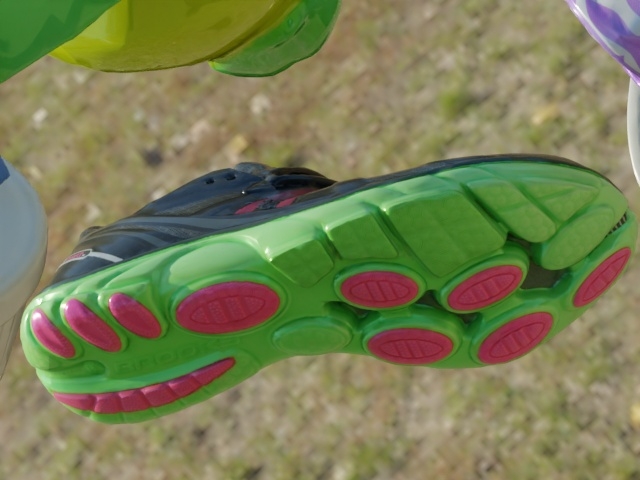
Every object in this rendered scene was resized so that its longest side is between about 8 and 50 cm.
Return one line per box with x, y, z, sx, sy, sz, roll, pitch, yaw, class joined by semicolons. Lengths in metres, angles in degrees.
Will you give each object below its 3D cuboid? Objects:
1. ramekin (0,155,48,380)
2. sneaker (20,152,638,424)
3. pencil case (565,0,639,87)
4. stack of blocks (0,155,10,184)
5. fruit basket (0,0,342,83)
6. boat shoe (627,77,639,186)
-0.307;0.033;1.177;0.273;0.273;0.127;-94;14;-58;ramekin
0.000;0.000;1.498;0.483;0.185;0.202;-9;38;12;sneaker
0.232;-0.178;1.093;0.206;0.088;0.086;-41;58;17;pencil case
-0.260;-0.011;0.579;0.297;0.171;0.087;-40;29;-31;stack of blocks
-0.142;-0.180;0.914;0.283;0.392;0.392;-40;25;-20;fruit basket
0.285;-0.153;1.274;0.117;0.097;0.324;9;71;24;boat shoe
